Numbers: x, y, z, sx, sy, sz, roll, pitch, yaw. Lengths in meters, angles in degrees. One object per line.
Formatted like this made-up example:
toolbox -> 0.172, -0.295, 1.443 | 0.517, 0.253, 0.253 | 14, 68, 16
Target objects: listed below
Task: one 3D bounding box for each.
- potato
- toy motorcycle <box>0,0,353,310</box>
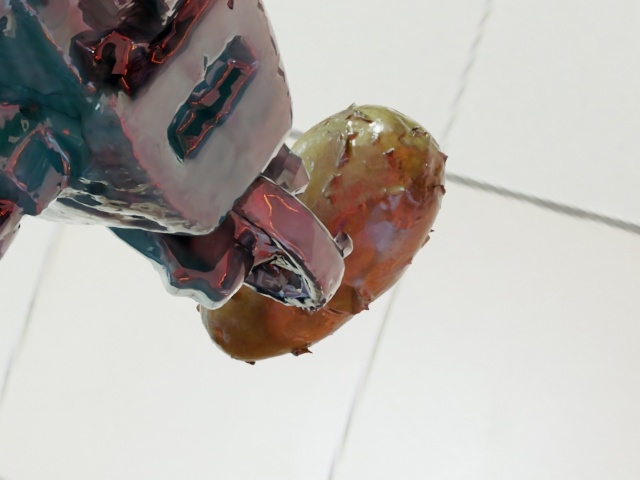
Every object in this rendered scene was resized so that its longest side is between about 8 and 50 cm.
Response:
potato -> 0.000, 0.000, 1.329 | 0.117, 0.090, 0.225 | 43, 113, 5
toy motorcycle -> -0.096, -0.072, 0.581 | 0.206, 0.260, 0.154 | 25, 71, 24
